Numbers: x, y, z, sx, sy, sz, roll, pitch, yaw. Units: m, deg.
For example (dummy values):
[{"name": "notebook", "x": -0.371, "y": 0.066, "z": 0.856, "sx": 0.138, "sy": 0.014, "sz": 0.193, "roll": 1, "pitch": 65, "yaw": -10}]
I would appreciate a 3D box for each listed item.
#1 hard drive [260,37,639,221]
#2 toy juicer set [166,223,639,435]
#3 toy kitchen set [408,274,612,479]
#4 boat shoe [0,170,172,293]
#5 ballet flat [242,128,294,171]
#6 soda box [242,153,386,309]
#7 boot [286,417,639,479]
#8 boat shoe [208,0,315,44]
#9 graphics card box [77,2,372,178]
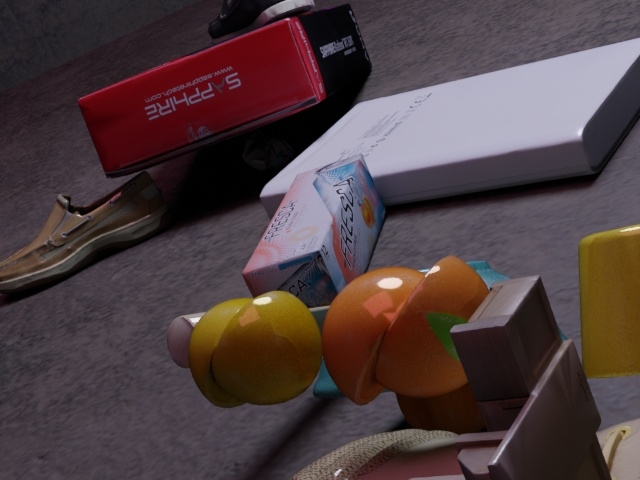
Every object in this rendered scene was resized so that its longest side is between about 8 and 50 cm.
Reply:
[{"name": "hard drive", "x": 0.120, "y": -0.093, "z": 1.017, "sx": 0.307, "sy": 0.040, "sz": 0.203, "roll": -8, "pitch": 25, "yaw": 38}, {"name": "toy juicer set", "x": 0.028, "y": 0.063, "z": 0.591, "sx": 0.209, "sy": 0.090, "sz": 0.329, "roll": -8, "pitch": -4, "yaw": -25}, {"name": "toy kitchen set", "x": 0.037, "y": 0.067, "z": 0.354, "sx": 0.075, "sy": 0.083, "sz": 0.068, "roll": -12, "pitch": 18, "yaw": 33}, {"name": "boat shoe", "x": -0.246, "y": -0.013, "z": 1.178, "sx": 0.190, "sy": 0.072, "sz": 0.068, "roll": -26, "pitch": 19, "yaw": -7}, {"name": "ballet flat", "x": -0.062, "y": -0.093, "z": 1.229, "sx": 0.041, "sy": 0.041, "sz": 0.114, "roll": -28, "pitch": 19, "yaw": -11}, {"name": "soda box", "x": 0.000, "y": 0.000, "z": 0.887, "sx": 0.063, "sy": 0.058, "sz": 0.183, "roll": -17, "pitch": 21, "yaw": 19}, {"name": "boot", "x": 0.054, "y": 0.141, "z": 0.406, "sx": 0.203, "sy": 0.095, "sz": 0.262, "roll": -9, "pitch": 23, "yaw": 34}, {"name": "boat shoe", "x": -0.078, "y": -0.285, "z": 1.403, "sx": 0.084, "sy": 0.079, "sz": 0.233, "roll": -25, "pitch": 7, "yaw": -23}, {"name": "graphics card box", "x": -0.085, "y": -0.172, "z": 1.286, "sx": 0.232, "sy": 0.094, "sz": 0.371, "roll": -19, "pitch": 8, "yaw": 15}]
